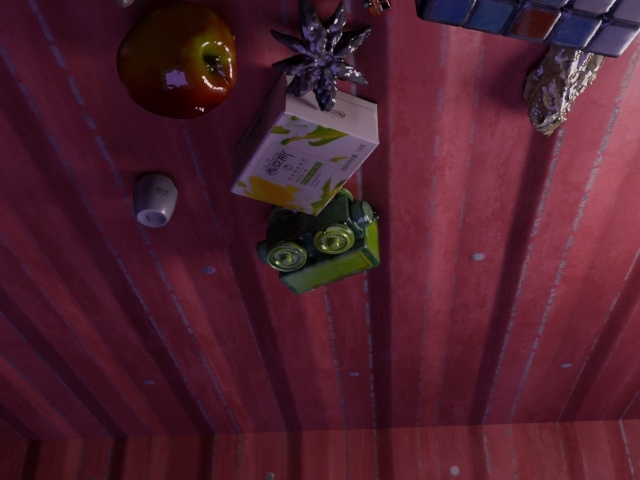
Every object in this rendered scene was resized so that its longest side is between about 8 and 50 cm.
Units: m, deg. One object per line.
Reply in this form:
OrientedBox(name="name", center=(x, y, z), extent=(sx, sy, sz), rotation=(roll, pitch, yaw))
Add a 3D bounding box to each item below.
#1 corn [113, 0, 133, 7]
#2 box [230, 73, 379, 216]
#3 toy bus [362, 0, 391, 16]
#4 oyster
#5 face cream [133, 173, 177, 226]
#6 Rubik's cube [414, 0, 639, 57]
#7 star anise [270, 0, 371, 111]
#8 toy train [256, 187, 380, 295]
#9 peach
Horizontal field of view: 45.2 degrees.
OrientedBox(name="corn", center=(-0.282, -0.462, 1.005), extent=(0.130, 0.130, 0.347), rotation=(1, 142, -3))
OrientedBox(name="box", center=(-0.036, -0.174, 1.456), extent=(0.194, 0.111, 0.260), rotation=(15, 145, -21))
OrientedBox(name="toy bus", center=(0.076, -0.397, 1.192), extent=(0.043, 0.031, 0.110), rotation=(-15, 145, 17))
OrientedBox(name="oyster", center=(0.421, -0.269, 1.354), extent=(0.132, 0.072, 0.209), rotation=(13, 142, -25))
OrientedBox(name="face cream", center=(-0.344, -0.083, 1.597), extent=(0.091, 0.095, 0.091), rotation=(-1, 146, -1))
OrientedBox(name="Rubik's cube", center=(0.277, -0.433, 0.910), extent=(0.291, 0.293, 0.287), rotation=(9, 145, -11))
OrientedBox(name="star anise", center=(0.007, -0.305, 1.271), extent=(0.180, 0.061, 0.205), rotation=(-2, 123, -18))
OrientedBox(name="toy train", center=(0.000, 0.000, 1.664), extent=(0.271, 0.159, 0.188), rotation=(-21, 134, 21))
OrientedBox(name="peach", center=(-0.234, -0.284, 1.230), extent=(0.197, 0.198, 0.197), rotation=(0, 146, 0))
